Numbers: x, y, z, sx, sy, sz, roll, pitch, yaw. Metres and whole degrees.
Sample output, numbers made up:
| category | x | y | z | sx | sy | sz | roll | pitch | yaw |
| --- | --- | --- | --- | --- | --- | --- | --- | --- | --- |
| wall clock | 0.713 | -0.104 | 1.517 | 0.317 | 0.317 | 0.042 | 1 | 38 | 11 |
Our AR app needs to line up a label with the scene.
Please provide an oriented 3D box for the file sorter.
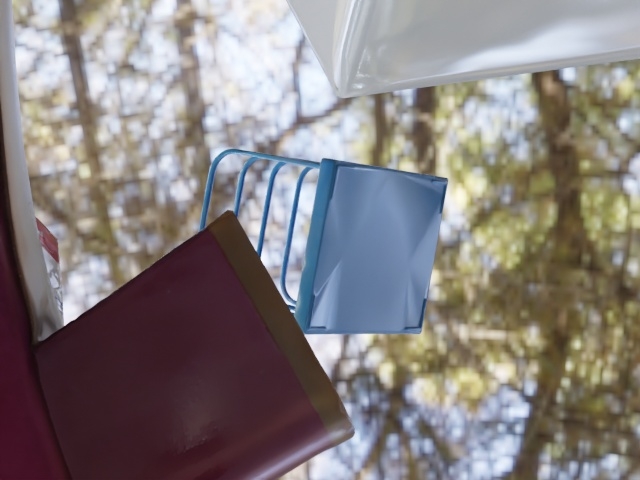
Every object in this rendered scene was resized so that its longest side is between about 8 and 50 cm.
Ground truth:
| category | x | y | z | sx | sy | sz | roll | pitch | yaw |
| --- | --- | --- | --- | --- | --- | --- | --- | --- | --- |
| file sorter | 0.000 | 0.000 | 1.261 | 0.104 | 0.118 | 0.170 | 11 | -177 | 30 |

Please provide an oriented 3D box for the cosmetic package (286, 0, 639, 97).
| category | x | y | z | sx | sy | sz | roll | pitch | yaw |
| --- | --- | --- | --- | --- | --- | --- | --- | --- | --- |
| cosmetic package | 0.158 | -0.170 | 0.429 | 0.365 | 0.197 | 0.155 | -7 | -130 | -23 |

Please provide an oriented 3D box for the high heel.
| category | x | y | z | sx | sy | sz | roll | pitch | yaw |
| --- | --- | --- | --- | --- | --- | --- | --- | --- | --- |
| high heel | -0.160 | -0.048 | 0.512 | 0.181 | 0.127 | 0.377 | -32 | -100 | -7 |

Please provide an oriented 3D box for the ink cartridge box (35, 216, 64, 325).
| category | x | y | z | sx | sy | sz | roll | pitch | yaw |
| --- | --- | --- | --- | --- | --- | --- | --- | --- | --- |
| ink cartridge box | -0.202 | 0.046 | 1.011 | 0.099 | 0.056 | 0.135 | -35 | -147 | 12 |
